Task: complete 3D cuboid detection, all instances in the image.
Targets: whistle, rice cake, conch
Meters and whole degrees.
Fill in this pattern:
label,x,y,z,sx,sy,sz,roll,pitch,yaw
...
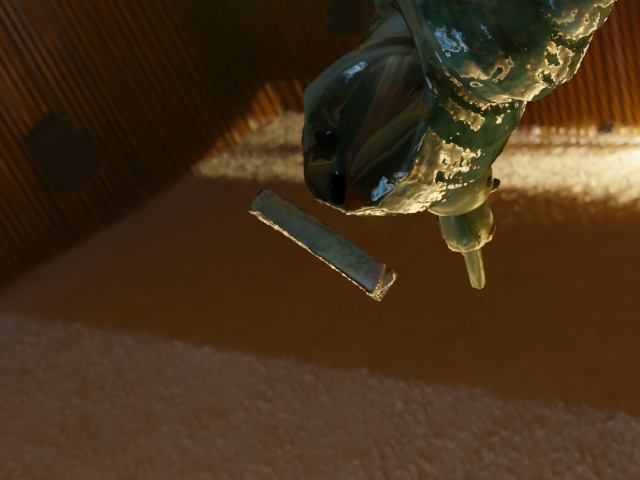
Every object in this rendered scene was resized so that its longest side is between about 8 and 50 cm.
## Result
label,x,y,z,sx,sy,sz,roll,pitch,yaw
whistle,0.252,-0.052,2.279,0.141,0.294,0.141,-23,-145,17
rice cake,0.000,0.000,1.608,0.211,0.034,0.043,35,-97,27
conch,0.087,-0.117,0.819,0.202,0.134,0.196,-42,-134,54
